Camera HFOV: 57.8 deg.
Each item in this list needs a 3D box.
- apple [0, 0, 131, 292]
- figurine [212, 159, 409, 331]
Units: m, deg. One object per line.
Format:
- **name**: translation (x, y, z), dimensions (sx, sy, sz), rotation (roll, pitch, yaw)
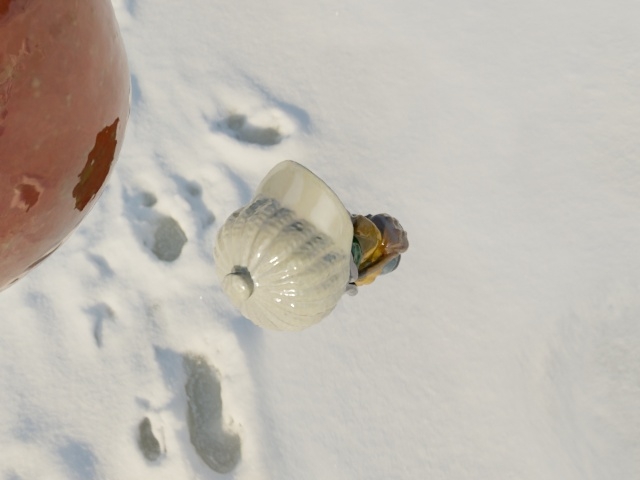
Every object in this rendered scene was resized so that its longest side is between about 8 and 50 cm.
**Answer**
- **apple**: translation (-0.292, -0.117, 0.361), dimensions (0.348, 0.349, 0.277), rotation (25, 57, 22)
- **figurine**: translation (-0.001, 0.030, 0.801), dimensions (0.185, 0.332, 0.205), rotation (8, 82, 31)
